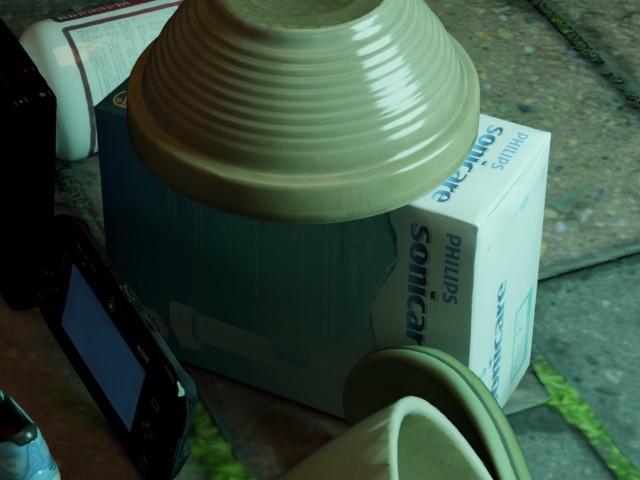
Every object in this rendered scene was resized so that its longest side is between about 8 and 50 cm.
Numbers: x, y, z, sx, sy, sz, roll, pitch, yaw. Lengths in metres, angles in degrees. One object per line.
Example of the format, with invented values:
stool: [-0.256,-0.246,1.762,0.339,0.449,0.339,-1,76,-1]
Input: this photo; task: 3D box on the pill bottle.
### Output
pill bottle: [-0.181,-0.135,1.637,0.221,0.121,0.121,-16,41,-20]

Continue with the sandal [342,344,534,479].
sandal: [0.082,0.174,1.233,0.086,0.120,0.303,-7,38,-23]

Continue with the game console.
game console: [-0.184,0.010,1.392,0.044,0.213,0.361,-21,53,-25]

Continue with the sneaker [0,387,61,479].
sneaker: [-0.239,0.115,1.352,0.162,0.073,0.063,29,47,32]

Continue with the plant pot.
plant pot: [-0.011,-0.123,1.282,0.237,0.109,0.237,0,40,0]

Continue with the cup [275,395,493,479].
cup: [0.005,0.277,0.991,0.237,0.331,0.331,-25,37,12]

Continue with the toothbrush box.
toothbrush box: [0.000,0.000,1.386,0.296,0.216,0.126,18,41,23]
